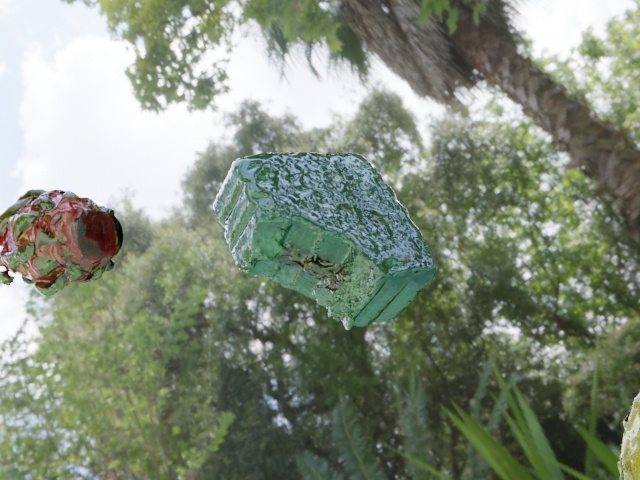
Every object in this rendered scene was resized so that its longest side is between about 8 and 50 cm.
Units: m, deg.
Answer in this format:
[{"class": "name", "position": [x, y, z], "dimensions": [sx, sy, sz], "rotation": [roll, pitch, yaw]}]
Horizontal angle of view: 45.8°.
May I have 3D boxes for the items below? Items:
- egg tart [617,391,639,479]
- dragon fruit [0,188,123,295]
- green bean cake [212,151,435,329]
[{"class": "egg tart", "position": [0.378, 0.199, 0.608], "dimensions": [0.279, 0.279, 0.095], "rotation": [-32, -28, -2]}, {"class": "dragon fruit", "position": [-0.395, 0.005, 1.122], "dimensions": [0.172, 0.160, 0.166], "rotation": [-5, -43, 30]}, {"class": "green bean cake", "position": [0.000, 0.000, 1.287], "dimensions": [0.307, 0.300, 0.169], "rotation": [-2, -39, -36]}]
